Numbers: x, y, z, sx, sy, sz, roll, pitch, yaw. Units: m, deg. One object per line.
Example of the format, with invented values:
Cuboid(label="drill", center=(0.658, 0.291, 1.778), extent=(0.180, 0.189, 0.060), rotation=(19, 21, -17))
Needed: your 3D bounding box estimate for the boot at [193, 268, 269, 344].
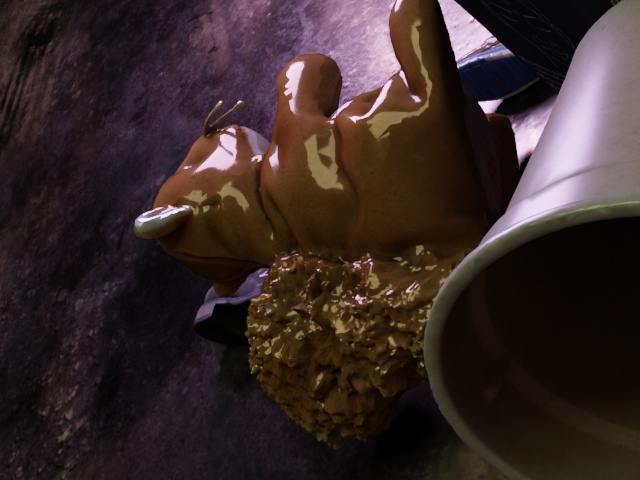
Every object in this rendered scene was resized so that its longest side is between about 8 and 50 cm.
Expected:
Cuboid(label="boot", center=(-0.052, -0.002, 1.814), extent=(0.263, 0.091, 0.229), rotation=(-15, 51, 46))

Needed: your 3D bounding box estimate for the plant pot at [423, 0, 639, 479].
Cuboid(label="plant pot", center=(0.265, -0.012, 1.065), extent=(0.334, 0.334, 0.305), rotation=(-23, 34, 37))

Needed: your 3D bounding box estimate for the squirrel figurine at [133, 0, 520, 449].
Cuboid(label="squirrel figurine", center=(0.000, 0.000, 1.544), extent=(0.370, 0.281, 0.397), rotation=(-13, 66, 20))

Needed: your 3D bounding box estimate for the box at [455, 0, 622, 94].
Cuboid(label="box", center=(0.268, -0.263, 1.386), extent=(0.212, 0.395, 0.293), rotation=(-55, 35, 0))

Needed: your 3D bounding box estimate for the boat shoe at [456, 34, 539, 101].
Cuboid(label="boat shoe", center=(0.222, -0.212, 1.698), extent=(0.183, 0.066, 0.066), rotation=(-18, 43, 27))
